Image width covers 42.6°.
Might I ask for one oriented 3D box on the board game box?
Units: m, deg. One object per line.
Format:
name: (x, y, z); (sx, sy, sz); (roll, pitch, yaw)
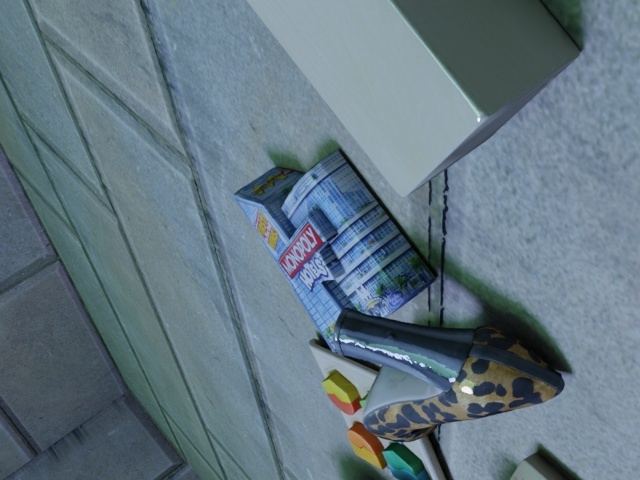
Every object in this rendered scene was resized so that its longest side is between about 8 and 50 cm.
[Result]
board game box: (0.000, 0.000, 0.794); (0.194, 0.060, 0.194); (52, 158, 6)

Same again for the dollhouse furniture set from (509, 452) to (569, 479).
dollhouse furniture set: (0.222, 0.276, 0.779); (0.144, 0.123, 0.151); (40, 119, 33)

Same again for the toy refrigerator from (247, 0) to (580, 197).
toy refrigerator: (0.016, -0.170, 0.476); (0.269, 0.094, 0.102); (52, 151, 6)

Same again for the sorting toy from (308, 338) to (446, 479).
sorting toy: (0.068, 0.228, 1.012); (0.208, 0.038, 0.193); (21, 141, 55)

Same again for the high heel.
high heel: (0.131, 0.148, 0.738); (0.186, 0.093, 0.261); (11, 155, 26)
